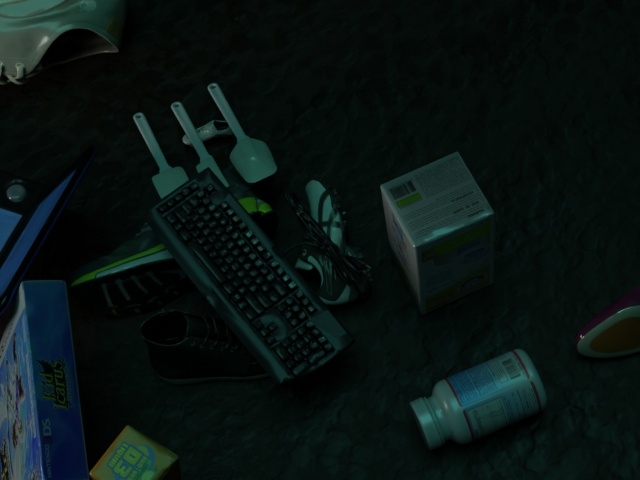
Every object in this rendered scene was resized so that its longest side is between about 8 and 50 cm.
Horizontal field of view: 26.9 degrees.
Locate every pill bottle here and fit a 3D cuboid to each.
[{"bbox_3d":[0.198,0.204,1.690,0.160,0.087,0.087,-22,61,-3],"label":"pill bottle"}]

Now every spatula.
[{"bbox_3d":[-0.172,-0.138,1.916,0.168,0.019,0.242,-24,43,-6],"label":"spatula"}]

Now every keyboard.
[{"bbox_3d":[-0.065,0.025,1.764,0.201,0.033,0.317,-35,72,-19],"label":"keyboard"}]

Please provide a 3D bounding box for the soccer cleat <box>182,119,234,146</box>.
[{"bbox_3d":[-0.164,-0.161,1.969,0.083,0.035,0.029,-12,61,2],"label":"soccer cleat"}]

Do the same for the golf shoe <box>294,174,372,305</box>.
[{"bbox_3d":[0.000,0.000,1.836,0.094,0.077,0.198,-20,60,-2],"label":"golf shoe"}]

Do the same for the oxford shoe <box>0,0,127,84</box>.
[{"bbox_3d":[-0.502,-0.294,2.033,0.449,0.169,0.130,-15,83,0],"label":"oxford shoe"}]

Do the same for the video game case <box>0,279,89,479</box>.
[{"bbox_3d":[-0.357,0.225,1.676,0.061,0.244,0.269,1,58,-23],"label":"video game case"}]

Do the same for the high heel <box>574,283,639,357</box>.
[{"bbox_3d":[0.429,0.065,1.751,0.244,0.082,0.117,-31,33,5],"label":"high heel"}]

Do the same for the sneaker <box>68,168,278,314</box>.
[{"bbox_3d":[-0.213,0.002,1.862,0.300,0.111,0.121,-24,53,-12],"label":"sneaker"}]

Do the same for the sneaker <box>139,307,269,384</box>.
[{"bbox_3d":[-0.122,0.130,1.760,0.222,0.118,0.083,-13,61,2],"label":"sneaker"}]

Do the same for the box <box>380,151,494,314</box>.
[{"bbox_3d":[0.155,-0.005,1.742,0.114,0.203,0.103,-24,62,-6],"label":"box"}]

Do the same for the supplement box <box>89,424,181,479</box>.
[{"bbox_3d":[-0.220,0.291,1.618,0.080,0.233,0.078,35,71,5],"label":"supplement box"}]

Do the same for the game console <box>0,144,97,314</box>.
[{"bbox_3d":[-0.461,-0.012,1.795,0.250,0.173,0.293,18,55,9],"label":"game console"}]
